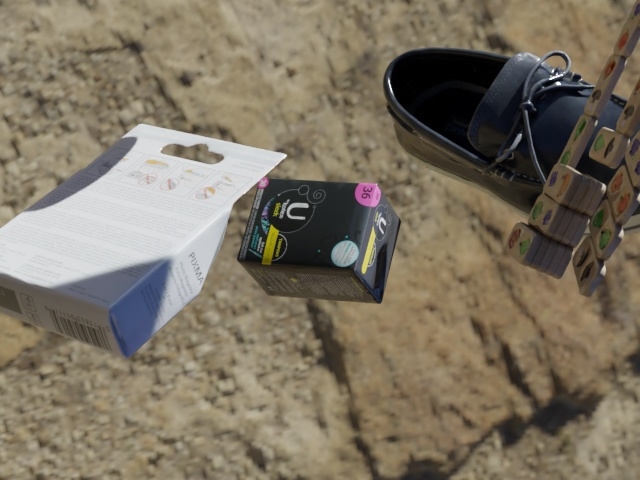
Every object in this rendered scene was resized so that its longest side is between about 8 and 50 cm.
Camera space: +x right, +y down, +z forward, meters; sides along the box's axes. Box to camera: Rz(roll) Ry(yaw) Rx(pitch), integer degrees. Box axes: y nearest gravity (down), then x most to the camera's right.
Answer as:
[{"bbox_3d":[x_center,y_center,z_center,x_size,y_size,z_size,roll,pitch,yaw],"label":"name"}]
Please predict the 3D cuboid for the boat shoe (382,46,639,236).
[{"bbox_3d":[0.262,-0.135,1.824,0.187,0.500,0.156,-53,133,-14],"label":"boat shoe"}]

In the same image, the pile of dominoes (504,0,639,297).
[{"bbox_3d":[0.232,-0.089,1.218,0.040,0.196,0.251,23,99,-12],"label":"pile of dominoes"}]

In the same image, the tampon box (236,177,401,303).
[{"bbox_3d":[0.000,0.000,1.818,0.101,0.161,0.120,52,47,-56],"label":"tampon box"}]

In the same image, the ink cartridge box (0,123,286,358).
[{"bbox_3d":[-0.162,-0.007,1.263,0.232,0.189,0.066,-39,131,-39],"label":"ink cartridge box"}]
